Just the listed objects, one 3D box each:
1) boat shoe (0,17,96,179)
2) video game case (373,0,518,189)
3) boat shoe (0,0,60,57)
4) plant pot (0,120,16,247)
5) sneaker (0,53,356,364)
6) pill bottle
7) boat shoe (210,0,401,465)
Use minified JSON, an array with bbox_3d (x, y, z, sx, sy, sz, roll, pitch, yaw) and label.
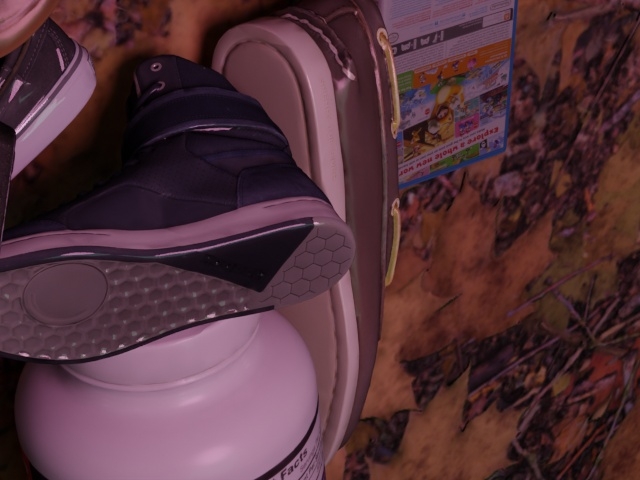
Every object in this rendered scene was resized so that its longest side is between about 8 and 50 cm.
[{"bbox_3d":[-0.217,-0.039,0.942,0.228,0.080,0.076,-46,128,-10],"label":"boat shoe"},{"bbox_3d":[0.083,-0.119,1.194,0.119,0.015,0.166,-20,127,-32],"label":"video game case"},{"bbox_3d":[-0.110,-0.234,0.892,0.123,0.123,0.342,36,84,-18],"label":"boat shoe"},{"bbox_3d":[-0.233,0.005,0.796,0.167,0.187,0.188,9,81,-16],"label":"plant pot"},{"bbox_3d":[-0.114,-0.022,0.978,0.226,0.163,0.086,-9,135,-21],"label":"sneaker"},{"bbox_3d":[-0.086,0.155,1.096,0.181,0.181,0.323,-26,129,-27],"label":"pill bottle"},{"bbox_3d":[0.000,0.000,1.125,0.096,0.116,0.324,-32,130,-40],"label":"boat shoe"}]
